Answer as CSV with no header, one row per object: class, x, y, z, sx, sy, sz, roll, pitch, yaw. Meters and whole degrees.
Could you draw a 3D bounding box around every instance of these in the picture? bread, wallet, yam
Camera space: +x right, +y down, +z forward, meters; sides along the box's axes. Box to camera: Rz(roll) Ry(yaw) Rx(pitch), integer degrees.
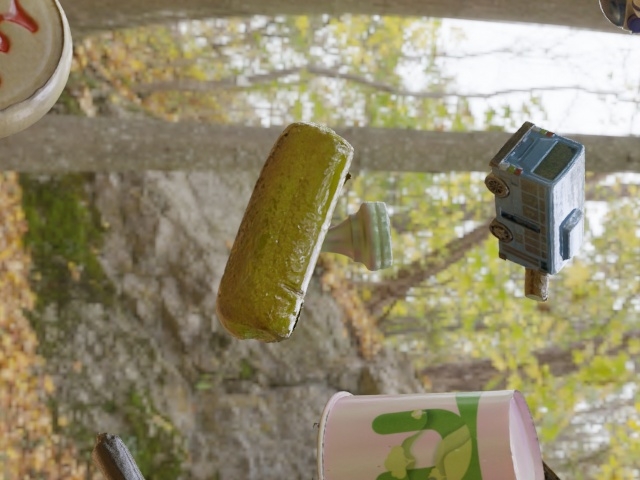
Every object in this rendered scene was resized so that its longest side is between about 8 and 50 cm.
bread,-0.069,-0.018,1.797,0.166,0.112,0.383,12,-100,50
wallet,-0.242,0.372,1.479,0.250,0.044,0.149,58,-21,6
yam,0.473,0.006,2.363,0.061,0.061,0.252,151,-55,-71

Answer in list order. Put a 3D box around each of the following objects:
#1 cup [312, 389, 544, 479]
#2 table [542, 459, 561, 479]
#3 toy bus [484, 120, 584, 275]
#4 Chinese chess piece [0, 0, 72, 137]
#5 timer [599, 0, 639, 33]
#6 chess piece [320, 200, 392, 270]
cup,0.159,0.320,1.503,0.253,0.274,0.253,-11,90,-70
table,0.298,0.521,1.950,0.335,0.272,0.222,49,-17,58
toy bus,0.345,-0.057,1.706,0.134,0.116,0.234,25,-30,31
Chinese chess piece,-0.450,-0.251,1.411,0.103,0.250,0.249,136,-46,-67
timer,0.517,-0.476,1.716,0.383,0.270,0.270,75,5,-58
chess piece,0.000,0.000,2.132,0.139,0.272,0.139,175,-90,-88
